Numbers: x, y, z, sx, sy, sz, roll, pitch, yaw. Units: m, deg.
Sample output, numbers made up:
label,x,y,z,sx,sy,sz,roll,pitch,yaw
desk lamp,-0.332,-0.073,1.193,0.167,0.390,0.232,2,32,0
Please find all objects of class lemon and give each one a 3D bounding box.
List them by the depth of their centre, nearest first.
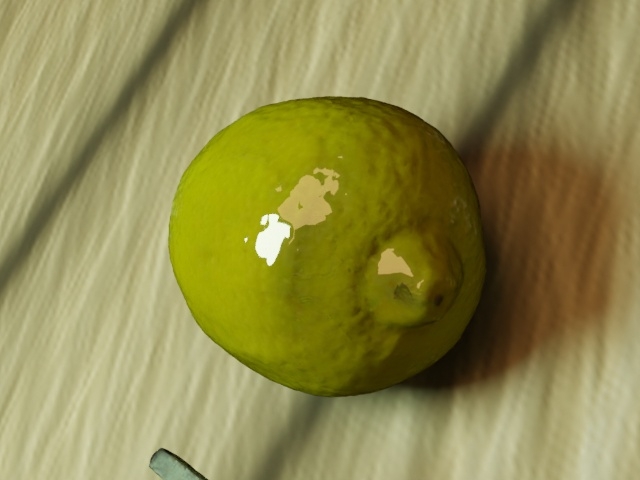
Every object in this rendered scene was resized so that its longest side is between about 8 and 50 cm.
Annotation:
label,x,y,z,sx,sy,sz,roll,pitch,yaw
lemon,0.000,0.000,0.790,0.248,0.184,0.184,16,71,48

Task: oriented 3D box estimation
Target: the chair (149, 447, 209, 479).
label,x,y,z,sx,sy,sz,roll,pitch,yaw
chair,-0.009,0.240,0.656,0.270,0.136,0.147,27,80,46
